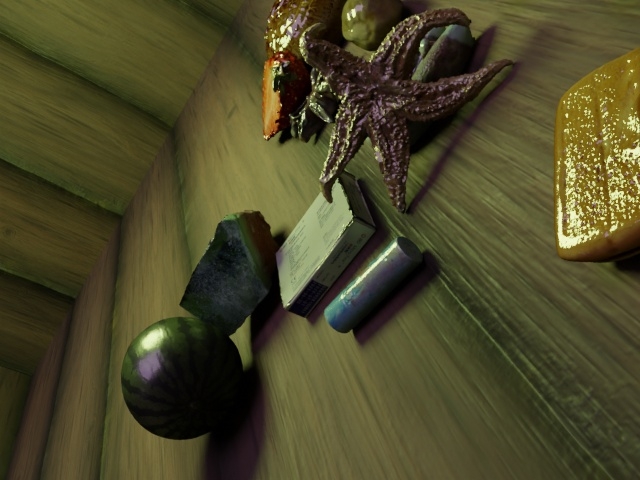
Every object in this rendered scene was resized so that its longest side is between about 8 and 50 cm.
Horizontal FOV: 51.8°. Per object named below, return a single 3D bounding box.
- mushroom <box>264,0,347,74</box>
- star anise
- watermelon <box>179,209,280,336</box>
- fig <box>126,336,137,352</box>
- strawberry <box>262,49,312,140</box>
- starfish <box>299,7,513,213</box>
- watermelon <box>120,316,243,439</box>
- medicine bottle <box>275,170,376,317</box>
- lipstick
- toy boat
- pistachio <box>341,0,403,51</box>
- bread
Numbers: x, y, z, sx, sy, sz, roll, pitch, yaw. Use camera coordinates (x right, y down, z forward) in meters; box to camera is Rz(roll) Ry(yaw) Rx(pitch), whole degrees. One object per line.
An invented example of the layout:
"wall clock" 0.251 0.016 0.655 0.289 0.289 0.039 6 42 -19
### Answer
"mushroom" -0.039 -0.496 1.554 0.253 0.153 0.253 -33 48 46
"star anise" 0.004 -0.300 1.360 0.208 0.063 0.172 -62 24 3
"watermelon" -0.149 0.034 1.260 0.193 0.140 0.256 -54 6 18
"fig" -0.396 0.264 1.535 0.155 0.103 0.109 -45 51 51
"strawberry" -0.071 -0.326 1.486 0.236 0.107 0.175 167 99 -78
"starfish" 0.097 -0.185 0.939 0.060 0.299 0.302 -25 -50 -71
"watermelon" -0.232 0.231 1.116 0.212 0.212 0.212 -45 30 35
"medicine bottle" 0.000 0.000 1.077 0.201 0.052 0.171 -54 26 21
"lipstick" 0.069 0.061 0.881 0.158 0.048 0.048 -48 28 30
"toy boat" 0.135 -0.244 1.016 0.227 0.085 0.155 -59 25 7
"pistachio" 0.097 -0.426 1.260 0.126 0.108 0.185 -32 24 10
"bread" 0.267 -0.070 0.587 0.116 0.077 0.200 -28 43 50
